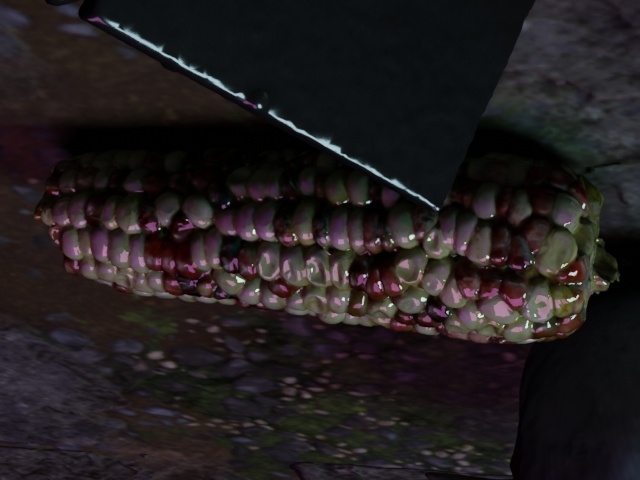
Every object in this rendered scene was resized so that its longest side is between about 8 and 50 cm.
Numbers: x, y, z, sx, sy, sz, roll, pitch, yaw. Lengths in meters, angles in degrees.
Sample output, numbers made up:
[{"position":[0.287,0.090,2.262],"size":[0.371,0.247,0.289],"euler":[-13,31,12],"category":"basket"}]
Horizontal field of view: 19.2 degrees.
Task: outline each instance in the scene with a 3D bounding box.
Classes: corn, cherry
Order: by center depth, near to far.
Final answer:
[{"position":[0.000,0.000,0.897],"size":[0.280,0.092,0.092],"euler":[2,155,14],"category":"corn"},{"position":[0.205,0.133,0.982],"size":[0.296,0.218,0.255],"euler":[-7,151,1],"category":"cherry"}]

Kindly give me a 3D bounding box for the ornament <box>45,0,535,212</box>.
[{"position":[-0.042,-0.123,0.671],"size":[0.166,0.153,0.196],"euler":[28,172,-36],"category":"ornament"}]
